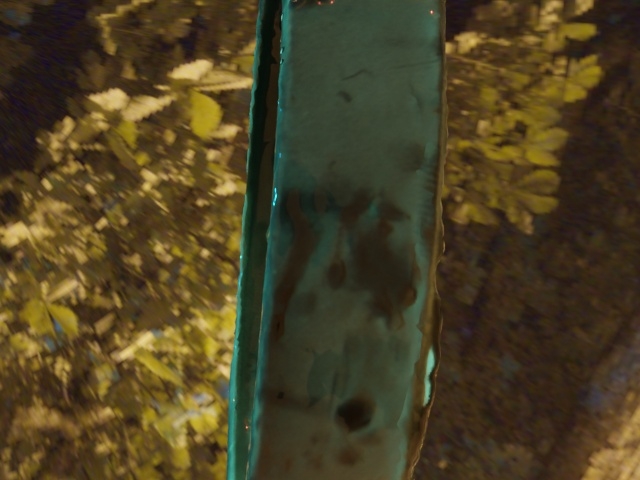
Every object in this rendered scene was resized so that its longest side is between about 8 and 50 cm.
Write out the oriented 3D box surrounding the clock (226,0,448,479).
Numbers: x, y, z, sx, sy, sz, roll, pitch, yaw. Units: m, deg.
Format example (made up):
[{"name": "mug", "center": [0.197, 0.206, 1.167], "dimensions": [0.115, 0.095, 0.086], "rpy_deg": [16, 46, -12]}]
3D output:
[{"name": "clock", "center": [0.000, 0.000, 0.708], "dimensions": [0.067, 0.325, 0.325], "rpy_deg": [4, -82, -5]}]
